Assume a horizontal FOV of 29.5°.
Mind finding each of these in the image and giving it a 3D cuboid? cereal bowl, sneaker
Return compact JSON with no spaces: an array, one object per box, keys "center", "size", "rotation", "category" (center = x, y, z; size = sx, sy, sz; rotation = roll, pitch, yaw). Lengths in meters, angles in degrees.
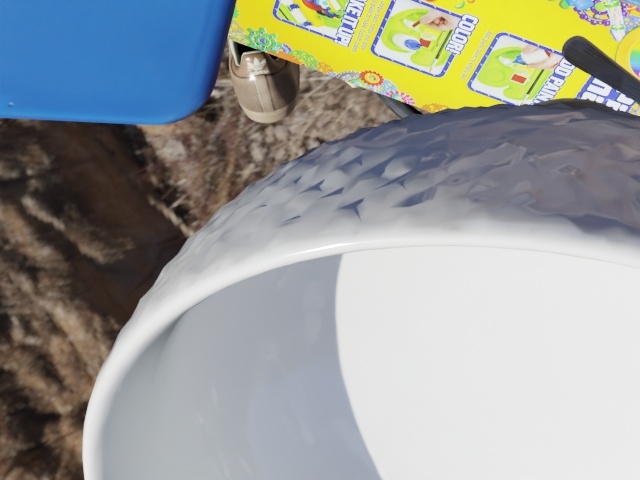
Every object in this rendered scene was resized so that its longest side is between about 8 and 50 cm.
[{"center":[0.089,0.083,0.462],"size":[0.339,0.141,0.339],"rotation":[11,133,12],"category":"cereal bowl"},{"center":[-0.046,-0.184,0.971],"size":[0.066,0.188,0.071],"rotation":[-11,144,1],"category":"sneaker"}]

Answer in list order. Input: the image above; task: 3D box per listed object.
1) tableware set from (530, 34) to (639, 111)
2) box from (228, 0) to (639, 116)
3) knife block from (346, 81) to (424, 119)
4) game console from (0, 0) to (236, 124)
[{"center":[0.147,0.002,0.558],"size":[0.194,0.039,0.128],"rotation":[25,120,-29],"category":"tableware set"},{"center":[0.119,-0.248,0.830],"size":[0.279,0.290,0.177],"rotation":[20,151,-3],"category":"box"},{"center":[0.042,-0.230,1.337],"size":[0.276,0.242,0.088],"rotation":[15,127,-11],"category":"knife block"},{"center":[-0.174,-0.202,0.515],"size":[0.173,0.293,0.250],"rotation":[140,126,-57],"category":"game console"}]
